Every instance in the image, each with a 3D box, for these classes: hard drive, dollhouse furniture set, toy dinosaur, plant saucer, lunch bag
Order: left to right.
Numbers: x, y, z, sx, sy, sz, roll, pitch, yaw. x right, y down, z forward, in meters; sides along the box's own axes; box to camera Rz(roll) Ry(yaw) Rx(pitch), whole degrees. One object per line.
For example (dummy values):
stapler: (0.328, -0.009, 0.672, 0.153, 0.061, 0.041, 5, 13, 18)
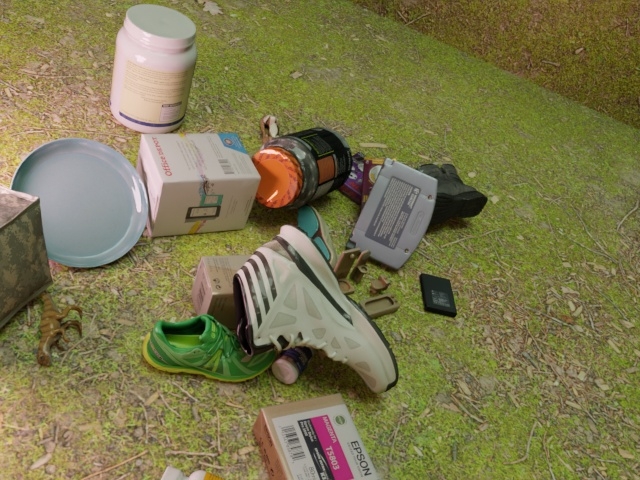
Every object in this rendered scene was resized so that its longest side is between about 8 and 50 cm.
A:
lunch bag: (-0.691, 0.058, 1.243, 0.168, 0.236, 0.287, 17, 37, 12)
toy dinosaur: (-0.565, 0.162, 1.338, 0.112, 0.064, 0.212, 0, 45, -24)
plant saucer: (-0.577, -0.089, 1.520, 0.317, 0.043, 0.318, 8, 76, -32)
dollhouse furniture set: (0.134, 0.110, 1.687, 0.144, 0.123, 0.151, -11, 51, -35)
hard drive: (0.338, 0.156, 1.815, 0.094, 0.022, 0.135, 14, 41, -12)

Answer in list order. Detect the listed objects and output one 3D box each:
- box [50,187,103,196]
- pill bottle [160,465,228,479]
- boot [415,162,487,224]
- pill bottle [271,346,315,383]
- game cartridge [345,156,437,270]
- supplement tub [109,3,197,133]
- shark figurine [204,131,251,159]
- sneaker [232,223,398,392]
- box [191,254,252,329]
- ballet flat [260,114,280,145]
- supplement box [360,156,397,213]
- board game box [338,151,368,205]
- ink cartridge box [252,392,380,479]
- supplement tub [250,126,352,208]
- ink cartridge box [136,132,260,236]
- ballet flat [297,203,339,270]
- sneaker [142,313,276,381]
box: (-0.647, -0.144, 1.615, 0.130, 0.091, 0.171, -11, 51, -35)
pill bottle: (-0.193, 0.482, 1.122, 0.208, 0.118, 0.118, 22, 40, -2)
boot: (0.362, -0.163, 2.065, 0.338, 0.118, 0.223, -1, 39, -38)
pill bottle: (-0.056, 0.270, 1.462, 0.067, 0.067, 0.120, 32, 40, 10)
game cartridge: (0.221, -0.073, 1.859, 0.198, 0.062, 0.298, 26, 82, -3)
supplement tub: (-0.504, -0.514, 1.910, 0.235, 0.325, 0.236, 14, 41, -12)
shark figurine: (-0.265, -0.232, 1.919, 0.278, 0.166, 0.116, 14, 63, -38)
sneaker: (-0.034, 0.212, 1.400, 0.257, 0.169, 0.448, -40, 100, -20)
box: (-0.140, 0.121, 1.528, 0.310, 0.148, 0.121, -2, 47, -26)
ballet flat: (-0.162, -0.377, 2.126, 0.073, 0.067, 0.206, 7, 42, -19)
supplement box: (0.179, -0.156, 1.956, 0.103, 0.081, 0.188, 4, 72, 5)
board game box: (0.206, -0.153, 2.077, 0.346, 0.056, 0.208, 36, 45, 14)
ink cartridge box: (-0.008, 0.442, 1.281, 0.193, 0.088, 0.235, -4, 47, -28)
supplement tub: (-0.059, -0.211, 1.839, 0.207, 0.207, 0.338, 35, 28, 14)
ink cartridge box: (-0.338, -0.153, 1.691, 0.269, 0.197, 0.198, -6, 48, -31)
ballet flat: (0.000, 0.000, 1.793, 0.086, 0.086, 0.249, 2, 46, -24)
sneaker: (-0.232, 0.232, 1.374, 0.295, 0.124, 0.110, 7, 42, -20)
